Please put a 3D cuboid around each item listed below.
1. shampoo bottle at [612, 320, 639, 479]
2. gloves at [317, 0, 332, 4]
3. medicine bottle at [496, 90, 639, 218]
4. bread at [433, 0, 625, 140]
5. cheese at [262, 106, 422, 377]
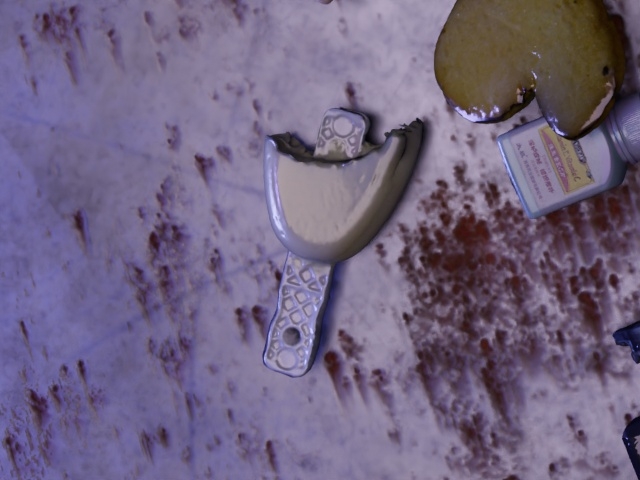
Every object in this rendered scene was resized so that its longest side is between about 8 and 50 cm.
[{"bbox_3d":[0.311,0.206,1.565,0.098,0.071,0.309,-22,90,19],"label":"shampoo bottle"},{"bbox_3d":[-0.039,-0.279,1.598,0.203,0.124,0.164,42,146,-22],"label":"gloves"},{"bbox_3d":[0.207,-0.071,1.574,0.118,0.055,0.074,-22,88,18],"label":"medicine bottle"},{"bbox_3d":[0.170,-0.141,1.562,0.149,0.065,0.187,-48,55,21],"label":"bread"},{"bbox_3d":[0.000,0.000,1.648,0.127,0.050,0.235,15,102,12],"label":"cheese"}]
